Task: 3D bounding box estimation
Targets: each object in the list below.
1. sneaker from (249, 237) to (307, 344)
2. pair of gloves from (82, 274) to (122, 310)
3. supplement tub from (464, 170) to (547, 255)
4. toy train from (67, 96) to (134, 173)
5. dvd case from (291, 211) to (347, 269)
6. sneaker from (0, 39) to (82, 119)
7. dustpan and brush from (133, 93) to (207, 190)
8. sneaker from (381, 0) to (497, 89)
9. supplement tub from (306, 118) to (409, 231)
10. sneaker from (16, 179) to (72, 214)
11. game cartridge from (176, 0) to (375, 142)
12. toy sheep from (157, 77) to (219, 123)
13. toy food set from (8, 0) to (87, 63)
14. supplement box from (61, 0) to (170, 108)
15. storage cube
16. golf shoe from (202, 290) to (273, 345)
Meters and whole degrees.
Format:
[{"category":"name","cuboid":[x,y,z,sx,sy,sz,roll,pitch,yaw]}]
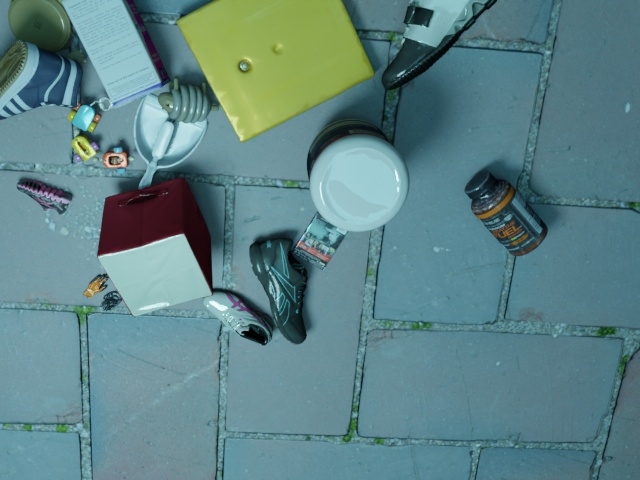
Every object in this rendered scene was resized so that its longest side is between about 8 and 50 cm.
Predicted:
[{"category":"sneaker","cuboid":[-0.073,0.117,1.596,0.106,0.101,0.267,-19,109,5]},{"category":"pair of gloves","cuboid":[-0.501,0.122,1.623,0.074,0.010,0.083,-43,109,10]},{"category":"supplement tub","cuboid":[0.409,-0.063,1.560,0.106,0.106,0.198,-43,105,11]},{"category":"toy train","cuboid":[-0.468,-0.224,1.488,0.125,0.046,0.166,-7,112,-2]},{"category":"dvd case","cuboid":[0.000,0.000,1.607,0.087,0.013,0.119,29,106,-12]},{"category":"sneaker","cuboid":[-0.598,-0.297,1.421,0.282,0.153,0.099,-24,71,37]},{"category":"dustpan and brush","cuboid":[-0.347,-0.189,1.497,0.147,0.060,0.211,23,107,-11]},{"category":"sneaker","cuboid":[0.224,-0.456,1.421,0.146,0.122,0.330,46,103,2]},{"category":"supplement tub","cuboid":[0.068,-0.143,1.424,0.191,0.272,0.191,-1,109,-3]},{"category":"sneaker","cuboid":[-0.609,-0.092,1.528,0.119,0.047,0.057,22,118,-9]},{"category":"game cartridge","cuboid":[-0.089,-0.399,1.449,0.324,0.052,0.285,-26,108,3]},{"category":"toy sheep","cuboid":[-0.273,-0.286,1.452,0.132,0.091,0.091,1,110,-26]},{"category":"toy food set","cuboid":[-0.563,-0.443,1.414,0.133,0.038,0.192,-13,120,7]},{"category":"supplement box","cuboid":[-0.404,-0.394,1.396,0.114,0.111,0.220,-23,109,4]},{"category":"storage cube","cuboid":[-0.340,0.015,1.470,0.184,0.193,0.215,-15,130,1]},{"category":"golf shoe","cuboid":[-0.190,0.179,1.621,0.186,0.086,0.067,30,106,-11]}]
